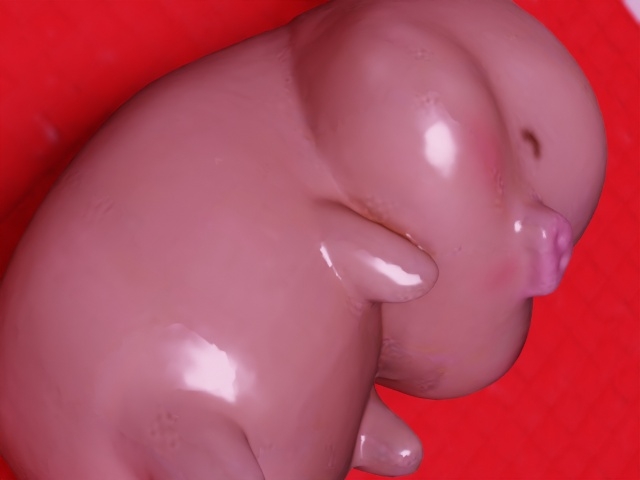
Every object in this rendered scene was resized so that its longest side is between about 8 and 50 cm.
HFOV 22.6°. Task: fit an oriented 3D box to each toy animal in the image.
[{"bbox_3d":[-0.005,0.004,0.539,0.154,0.166,0.250,35,55,23],"label":"toy animal"}]
